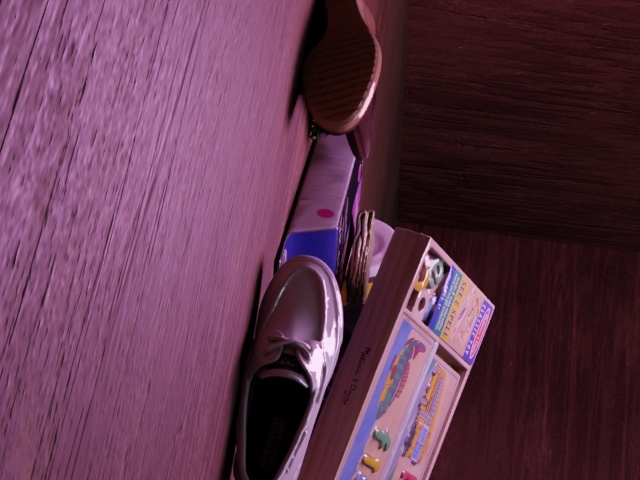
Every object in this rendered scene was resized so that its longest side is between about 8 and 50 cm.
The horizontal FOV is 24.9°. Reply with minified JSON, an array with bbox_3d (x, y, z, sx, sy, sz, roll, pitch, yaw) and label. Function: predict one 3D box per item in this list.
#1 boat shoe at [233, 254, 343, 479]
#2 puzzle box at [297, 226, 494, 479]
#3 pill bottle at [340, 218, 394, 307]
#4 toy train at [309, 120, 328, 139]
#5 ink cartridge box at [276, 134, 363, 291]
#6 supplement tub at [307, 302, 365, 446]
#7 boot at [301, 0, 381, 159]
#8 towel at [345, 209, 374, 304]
[{"bbox_3d":[-0.030,0.134,1.451,0.084,0.095,0.258,94,4,-75],"label":"boat shoe"},{"bbox_3d":[0.087,0.218,1.792,0.272,0.052,0.409,42,68,-59],"label":"puzzle box"},{"bbox_3d":[0.054,0.077,2.137,0.119,0.119,0.208,-77,172,-46],"label":"pill bottle"},{"bbox_3d":[0.004,-0.152,1.788,0.083,0.023,0.017,-78,173,-46],"label":"toy train"},{"bbox_3d":[0.000,0.000,1.784,0.371,0.069,0.176,-70,168,-56],"label":"ink cartridge box"},{"bbox_3d":[0.027,0.175,1.854,0.106,0.106,0.198,-75,-176,-56],"label":"supplement tub"},{"bbox_3d":[0.041,-0.164,1.692,0.207,0.090,0.248,74,14,-48],"label":"boot"},{"bbox_3d":[0.051,0.025,1.883,0.148,0.027,0.110,79,20,-75],"label":"towel"}]
